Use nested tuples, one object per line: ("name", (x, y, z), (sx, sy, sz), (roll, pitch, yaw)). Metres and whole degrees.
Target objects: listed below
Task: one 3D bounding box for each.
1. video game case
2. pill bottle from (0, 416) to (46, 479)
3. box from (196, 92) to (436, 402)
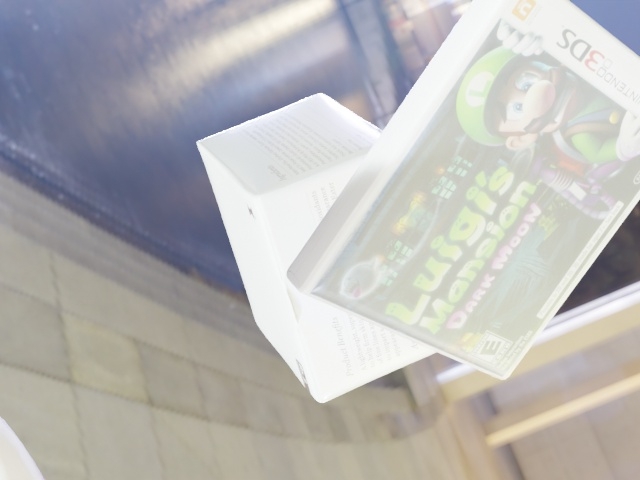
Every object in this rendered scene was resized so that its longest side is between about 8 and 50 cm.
("video game case", (0.096, -0.027, 0.693), (0.173, 0.190, 0.022), (26, 14, -41))
("pill bottle", (-0.174, 0.175, 0.564), (0.301, 0.169, 0.169), (93, -22, -63))
("box", (0.000, 0.000, 1.059), (0.182, 0.119, 0.181), (-137, -152, -63))
